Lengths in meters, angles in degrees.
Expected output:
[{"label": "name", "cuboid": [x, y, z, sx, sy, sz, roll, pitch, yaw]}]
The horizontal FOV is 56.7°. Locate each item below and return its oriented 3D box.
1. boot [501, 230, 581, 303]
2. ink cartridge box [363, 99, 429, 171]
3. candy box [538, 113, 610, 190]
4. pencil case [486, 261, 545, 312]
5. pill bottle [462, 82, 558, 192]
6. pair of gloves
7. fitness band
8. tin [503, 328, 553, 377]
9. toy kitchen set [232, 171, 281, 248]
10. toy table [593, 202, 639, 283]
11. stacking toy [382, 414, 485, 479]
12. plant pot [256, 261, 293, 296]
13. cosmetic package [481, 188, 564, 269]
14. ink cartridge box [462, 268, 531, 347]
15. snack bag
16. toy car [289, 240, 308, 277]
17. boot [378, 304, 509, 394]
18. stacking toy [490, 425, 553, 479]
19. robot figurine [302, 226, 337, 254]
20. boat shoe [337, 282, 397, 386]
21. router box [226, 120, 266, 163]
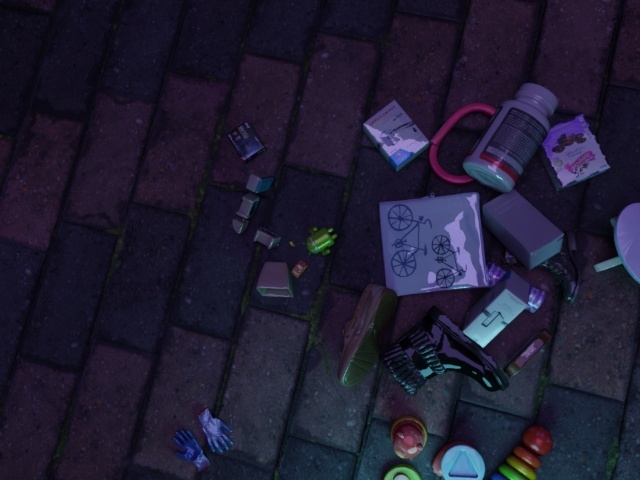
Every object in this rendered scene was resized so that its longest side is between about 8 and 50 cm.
[{"label": "boot", "cuboid": [0.690, 0.073, 1.878, 0.229, 0.091, 0.263, 0, 67, 8]}, {"label": "ink cartridge box", "cuboid": [0.253, -0.351, 1.992, 0.139, 0.082, 0.191, -38, 81, 1]}, {"label": "candy box", "cuboid": [0.808, -0.283, 1.918, 0.164, 0.070, 0.196, -23, 80, 4]}, {"label": "pencil case", "cuboid": [0.613, 0.148, 1.882, 0.206, 0.086, 0.088, 30, 53, 8]}, {"label": "pill bottle", "cuboid": [0.600, -0.324, 1.851, 0.176, 0.176, 0.318, 33, 88, 10]}, {"label": "pair of gloves", "cuboid": [-0.393, 0.665, 1.970, 0.198, 0.023, 0.159, -41, 78, 0]}, {"label": "fitness band", "cuboid": [0.492, -0.319, 1.976, 0.209, 0.054, 0.291, 41, 90, 8]}, {"label": "tin", "cuboid": [0.642, 0.347, 1.841, 0.190, 0.106, 0.040, -45, 72, -1]}, {"label": "toy kitchen set", "cuboid": [-0.180, -0.103, 2.015, 0.166, 0.122, 0.207, 27, 107, 9]}, {"label": "toy table", "cuboid": [0.981, 0.028, 1.811, 0.252, 0.161, 0.274, -12, 82, 5]}, {"label": "stacking toy", "cuboid": [0.334, 0.718, 1.817, 0.309, 0.130, 0.280, 20, 85, 10]}, {"label": "plant pot", "cuboid": [-0.146, 0.128, 1.973, 0.109, 0.109, 0.096, 2, 70, 7]}, {"label": "cosmetic package", "cuboid": [0.623, -0.038, 1.841, 0.127, 0.107, 0.238, -28, 55, -7]}, {"label": "ink cartridge box", "cuboid": [0.535, 0.206, 1.801, 0.086, 0.148, 0.203, 38, 121, 5]}, {"label": "snack bag", "cuboid": [0.364, 0.008, 1.923, 0.342, 0.037, 0.323, -8, 80, 19]}, {"label": "toy car", "cuboid": [-0.092, 0.063, 2.001, 0.060, 0.040, 0.122, -32, 80, 2]}, {"label": "boot", "cuboid": [0.380, 0.404, 1.852, 0.260, 0.131, 0.348, -45, 75, -3]}, {"label": "stacking toy", "cuboid": [0.593, 0.711, 1.798, 0.141, 0.141, 0.330, 34, 81, 10]}, {"label": "robot figurine", "cuboid": [0.000, 0.000, 1.984, 0.115, 0.067, 0.101, -30, 92, 3]}, {"label": "boat shoe", "cuboid": [0.135, 0.304, 1.916, 0.110, 0.121, 0.341, 20, 81, 46]}, {"label": "router box", "cuboid": [-0.260, -0.344, 2.076, 0.092, 0.038, 0.122, -34, 80, 1]}]
